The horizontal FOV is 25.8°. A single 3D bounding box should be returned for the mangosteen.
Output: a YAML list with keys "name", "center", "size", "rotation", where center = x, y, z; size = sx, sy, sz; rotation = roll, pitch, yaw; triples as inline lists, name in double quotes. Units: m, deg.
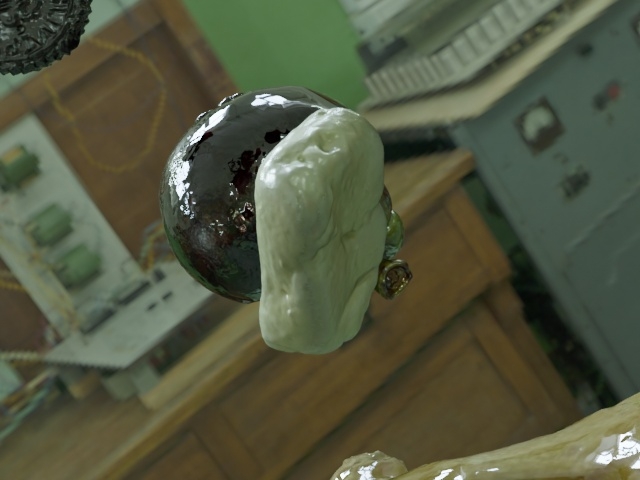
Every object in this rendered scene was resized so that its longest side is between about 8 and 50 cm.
- name: "mangosteen"
  center: [-0.048, -0.039, 1.756]
  size: [0.297, 0.313, 0.297]
  rotation: [-28, 21, 12]

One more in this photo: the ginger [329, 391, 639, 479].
- name: "ginger"
  center: [0.110, 0.068, 0.332]
  size: [0.333, 0.081, 0.148]
  rotation: [-15, 56, 29]

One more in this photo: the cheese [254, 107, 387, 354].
- name: "cheese"
  center: [-0.002, 0.000, 1.405]
  size: [0.093, 0.263, 0.159]
  rotation: [19, 44, 24]

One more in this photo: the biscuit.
- name: "biscuit"
  center: [-0.377, -0.297, 1.732]
  size: [0.194, 0.194, 0.053]
  rotation: [-34, -6, -1]
